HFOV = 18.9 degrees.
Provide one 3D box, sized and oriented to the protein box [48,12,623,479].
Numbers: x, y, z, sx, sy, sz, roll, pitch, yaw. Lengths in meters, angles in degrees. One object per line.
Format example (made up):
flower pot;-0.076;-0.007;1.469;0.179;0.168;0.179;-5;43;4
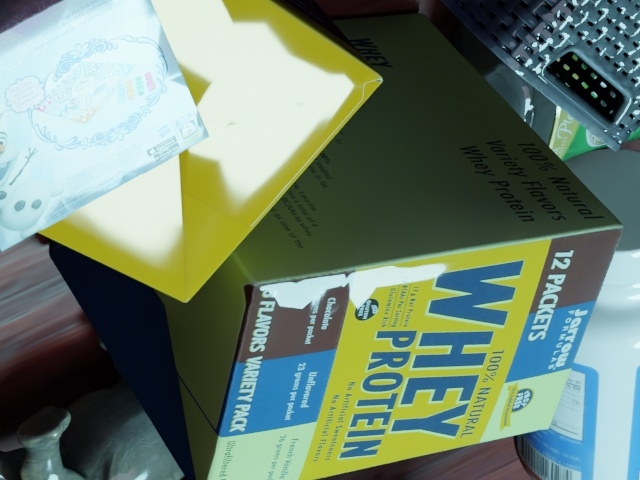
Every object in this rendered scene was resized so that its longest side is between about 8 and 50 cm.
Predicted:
protein box;0.000;0.000;0.962;0.201;0.200;0.136;-9;131;-29

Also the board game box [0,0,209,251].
board game box;-0.095;-0.051;0.693;0.090;0.020;0.090;-29;138;-8

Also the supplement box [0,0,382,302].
supplement box;-0.115;-0.107;0.791;0.129;0.194;0.191;-48;137;12

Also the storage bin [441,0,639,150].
storage bin;0.097;-0.140;0.917;0.084;0.180;0.122;-48;137;10

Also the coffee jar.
coffee jar;0.157;-0.097;1.073;0.184;0.079;0.096;-15;137;-24

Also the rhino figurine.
rhino figurine;-0.087;0.090;1.073;0.243;0.073;0.106;-33;127;-27

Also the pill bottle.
pill bottle;0.181;0.055;1.192;0.124;0.124;0.221;-21;137;-17
